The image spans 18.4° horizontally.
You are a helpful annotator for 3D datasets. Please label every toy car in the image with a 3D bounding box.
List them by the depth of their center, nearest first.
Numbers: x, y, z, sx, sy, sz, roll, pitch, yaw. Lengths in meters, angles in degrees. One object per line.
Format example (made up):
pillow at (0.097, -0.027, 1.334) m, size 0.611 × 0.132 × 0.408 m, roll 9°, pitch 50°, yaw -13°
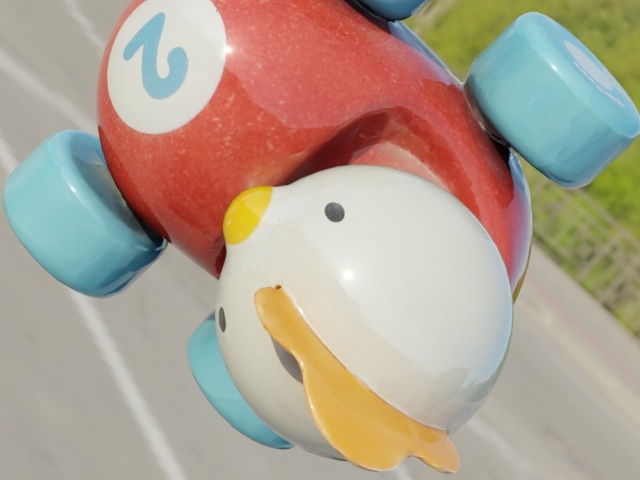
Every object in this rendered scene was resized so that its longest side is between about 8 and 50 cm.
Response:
toy car at (0.000, 0.000, 0.767) m, size 0.210 × 0.219 × 0.238 m, roll 42°, pitch 18°, yaw -17°
